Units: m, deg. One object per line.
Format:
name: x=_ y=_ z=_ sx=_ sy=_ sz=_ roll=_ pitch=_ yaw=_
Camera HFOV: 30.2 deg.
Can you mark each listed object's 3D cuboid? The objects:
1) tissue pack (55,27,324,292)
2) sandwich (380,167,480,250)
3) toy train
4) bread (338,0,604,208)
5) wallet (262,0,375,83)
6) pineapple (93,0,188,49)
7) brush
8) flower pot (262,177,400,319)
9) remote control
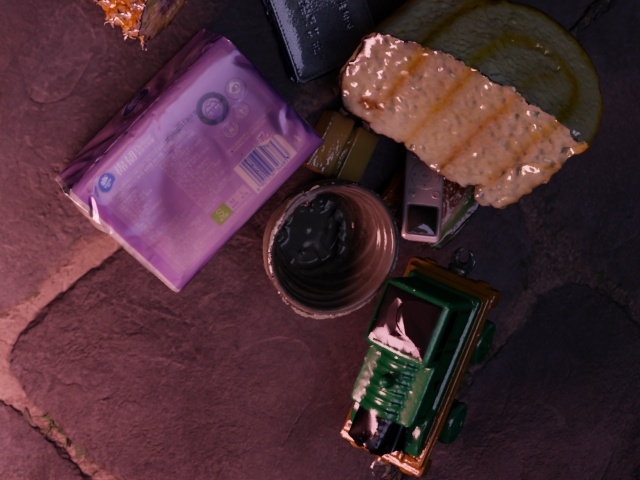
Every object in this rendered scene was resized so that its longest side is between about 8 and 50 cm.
tissue pack: x=-0.202 y=-0.121 z=1.807 sx=0.338 sy=0.160 sz=0.242 roll=-45 pitch=117 yaw=-4
sandwich: x=0.197 y=-0.083 z=2.037 sx=0.160 sy=0.109 sz=0.184 roll=35 pitch=92 yaw=-8
toy train: x=0.157 y=0.211 z=2.002 sx=0.249 sy=0.178 sz=0.429 roll=7 pitch=105 yaw=-65
bread: x=0.237 y=-0.269 z=1.892 sx=0.395 sy=0.239 sz=0.264 roll=31 pitch=53 yaw=-15
wallet: x=-0.004 y=-0.373 z=1.883 sx=0.167 sy=0.036 sz=0.222 roll=-26 pitch=115 yaw=-15
pineapple: x=-0.272 y=-0.387 z=1.720 sx=0.137 sy=0.161 sz=0.176 roll=32 pitch=96 yaw=8
brush: x=0.059 y=-0.208 z=1.963 sx=0.103 sy=0.047 sz=0.233 roll=28 pitch=87 yaw=-29
flower pot: x=0.000 y=0.000 z=1.947 sx=0.235 sy=0.140 sz=0.235 roll=-7 pitch=107 yaw=-22
remote control: x=0.174 y=-0.122 z=1.968 sx=0.067 sy=0.029 sz=0.261 roll=6 pitch=71 yaw=-2
